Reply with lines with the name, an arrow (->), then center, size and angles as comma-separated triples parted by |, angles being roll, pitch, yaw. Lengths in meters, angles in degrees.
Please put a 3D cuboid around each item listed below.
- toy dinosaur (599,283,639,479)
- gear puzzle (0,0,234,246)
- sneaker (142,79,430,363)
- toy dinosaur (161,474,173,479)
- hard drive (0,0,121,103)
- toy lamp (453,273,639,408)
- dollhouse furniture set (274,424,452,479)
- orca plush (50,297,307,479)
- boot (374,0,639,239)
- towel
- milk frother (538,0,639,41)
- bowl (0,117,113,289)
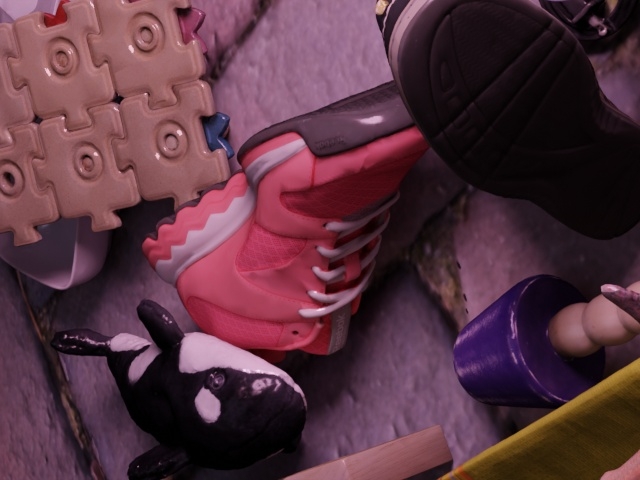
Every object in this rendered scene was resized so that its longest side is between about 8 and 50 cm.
toy dinosaur -> 0.236, 0.124, 0.661 | 0.200, 0.127, 0.295 | -8, 111, 48
gear puzzle -> -0.213, -0.089, 1.183 | 0.339, 0.044, 0.175 | -10, 96, 30
sneaker -> 0.000, 0.000, 0.992 | 0.136, 0.116, 0.314 | 62, 147, 6
toy dinosaur -> -0.127, 0.230, 1.200 | 0.092, 0.053, 0.183 | 41, 125, 40
hard drive -> -0.251, -0.281, 1.271 | 0.339, 0.064, 0.236 | 42, 126, 37
toy lamp -> 0.177, 0.035, 0.796 | 0.275, 0.080, 0.080 | -25, 76, 49
dollhouse furniture set -> 0.016, 0.204, 0.979 | 0.151, 0.144, 0.123 | -24, 81, 34
orca plush -> -0.119, 0.119, 1.085 | 0.287, 0.102, 0.151 | 19, 153, 47
boot -> 0.072, -0.100, 0.797 | 0.085, 0.236, 0.178 | -49, 50, 10
towel -> 0.135, 0.144, 0.854 | 0.237, 0.102, 0.021 | -41, 20, 44
milk frother -> 0.138, -0.149, 0.772 | 0.129, 0.135, 0.143 | 51, 130, 34
bowl -> -0.217, -0.040, 1.269 | 0.142, 0.053, 0.142 | 21, 112, 46
